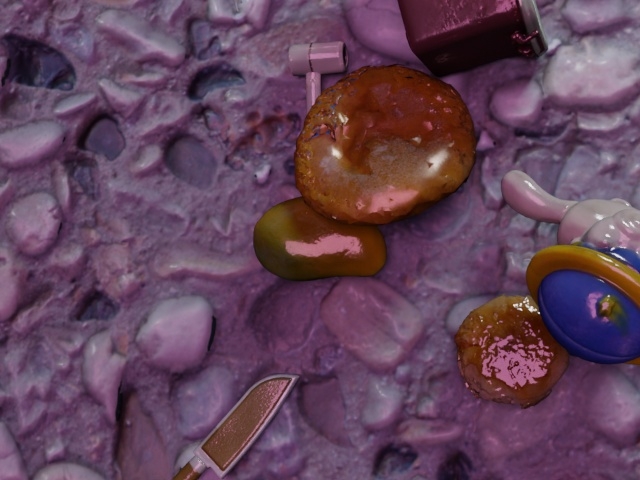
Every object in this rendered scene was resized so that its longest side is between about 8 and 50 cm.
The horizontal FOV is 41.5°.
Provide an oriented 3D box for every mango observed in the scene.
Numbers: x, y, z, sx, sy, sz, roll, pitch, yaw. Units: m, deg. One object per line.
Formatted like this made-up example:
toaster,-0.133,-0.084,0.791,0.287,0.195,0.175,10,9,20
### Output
mango,-0.002,-0.003,1.204,0.191,0.085,0.122,-3,70,5

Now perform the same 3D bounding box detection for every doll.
doll,0.335,0.015,1.044,0.311,0.160,0.242,37,70,19

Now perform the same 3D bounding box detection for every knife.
knife,-0.153,0.317,1.231,0.061,0.027,0.343,42,92,20

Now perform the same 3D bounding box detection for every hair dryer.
hair dryer,-0.003,-0.224,1.248,0.082,0.047,0.137,0,89,14

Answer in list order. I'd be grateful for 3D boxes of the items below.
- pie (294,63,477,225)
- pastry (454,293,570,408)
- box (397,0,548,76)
pie,0.086,-0.134,1.172,0.273,0.069,0.273,-3,61,6
pastry,0.252,0.145,1.116,0.153,0.081,0.153,-2,82,13
box,0.187,-0.373,1.146,0.167,0.193,0.294,-17,80,21
